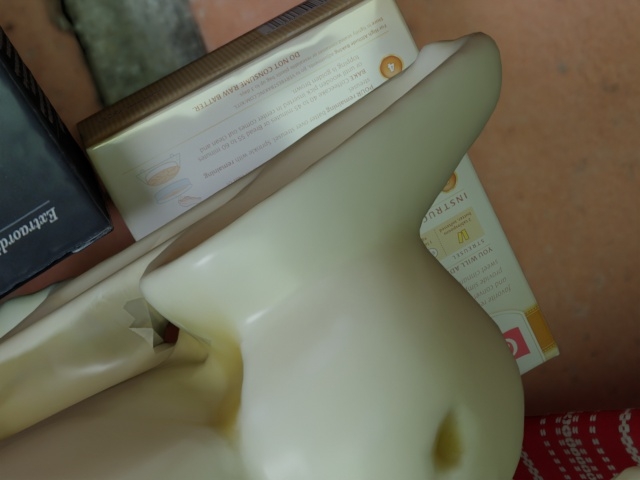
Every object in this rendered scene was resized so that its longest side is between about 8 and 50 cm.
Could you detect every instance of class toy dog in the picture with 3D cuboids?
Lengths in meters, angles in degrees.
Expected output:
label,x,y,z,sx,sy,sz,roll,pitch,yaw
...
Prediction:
label,x,y,z,sx,sy,sz,roll,pitch,yaw
toy dog,0.028,0.196,0.436,0.284,0.395,0.408,-32,100,22

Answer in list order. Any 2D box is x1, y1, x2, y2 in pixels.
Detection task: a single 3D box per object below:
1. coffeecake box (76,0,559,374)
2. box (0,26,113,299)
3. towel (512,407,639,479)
label,x,y,z,sx,sy,sz,roll,pitch,yaw
coffeecake box,0.000,0.000,0.639,0.142,0.068,0.185,-29,108,-4
box,-0.200,-0.057,0.560,0.153,0.108,0.207,-31,109,-3
towel,0.190,0.157,0.639,0.031,0.274,0.199,-45,114,-41
